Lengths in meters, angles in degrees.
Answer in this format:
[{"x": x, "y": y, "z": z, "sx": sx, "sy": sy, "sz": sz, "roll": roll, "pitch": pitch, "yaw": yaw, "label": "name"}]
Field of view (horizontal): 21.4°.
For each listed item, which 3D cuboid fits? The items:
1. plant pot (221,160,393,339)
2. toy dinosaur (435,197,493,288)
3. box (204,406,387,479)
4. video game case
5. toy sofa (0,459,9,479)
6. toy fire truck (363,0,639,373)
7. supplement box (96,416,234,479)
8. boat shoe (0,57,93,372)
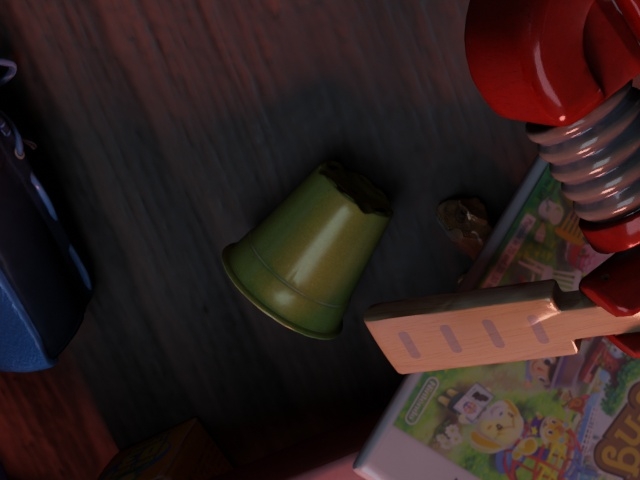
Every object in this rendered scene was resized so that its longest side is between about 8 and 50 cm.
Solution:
[{"x": 0.000, "y": 0.000, "z": 0.963, "sx": 0.083, "sy": 0.083, "sz": 0.079, "roll": 36, "pitch": 110, "yaw": -4, "label": "plant pot"}, {"x": 0.133, "y": 0.067, "z": 0.962, "sx": 0.211, "sy": 0.064, "sz": 0.112, "roll": 41, "pitch": 120, "yaw": -8, "label": "toy dinosaur"}, {"x": -0.009, "y": 0.200, "z": 0.971, "sx": 0.232, "sy": 0.127, "sz": 0.149, "roll": -22, "pitch": 91, "yaw": -3, "label": "box"}, {"x": 0.152, "y": 0.083, "z": 0.911, "sx": 0.193, "sy": 0.023, "sz": 0.212, "roll": 32, "pitch": 81, "yaw": -2, "label": "video game case"}, {"x": -0.236, "y": 0.185, "z": 1.021, "sx": 0.150, "sy": 0.177, "sz": 0.362, "roll": -29, "pitch": 77, "yaw": 12, "label": "toy sofa"}, {"x": 0.127, "y": -0.037, "z": 0.819, "sx": 0.246, "sy": 0.158, "sz": 0.217, "roll": -38, "pitch": 106, "yaw": -8, "label": "toy fire truck"}, {"x": -0.054, "y": 0.232, "z": 1.104, "sx": 0.078, "sy": 0.080, "sz": 0.233, "roll": -25, "pitch": 110, "yaw": 26, "label": "supplement box"}, {"x": -0.216, "y": -0.044, "z": 0.997, "sx": 0.109, "sy": 0.089, "sz": 0.258, "roll": 2, "pitch": 125, "yaw": 31, "label": "boat shoe"}]
